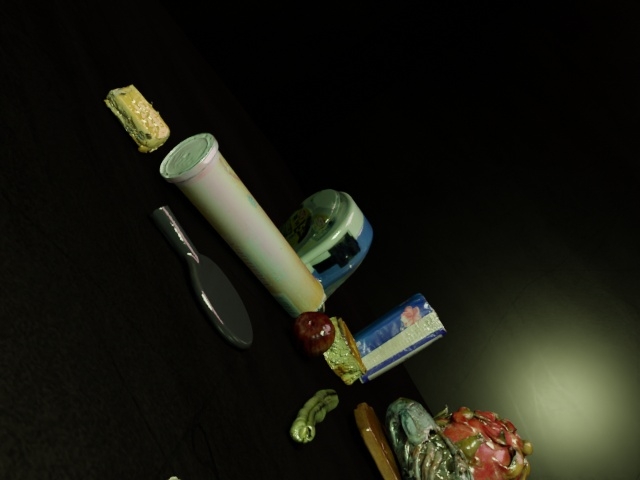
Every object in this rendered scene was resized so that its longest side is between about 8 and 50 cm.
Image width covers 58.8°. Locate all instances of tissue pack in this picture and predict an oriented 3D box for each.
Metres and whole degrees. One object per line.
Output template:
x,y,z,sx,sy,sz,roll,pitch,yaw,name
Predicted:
0.203,0.267,1.584,0.137,0.269,0.209,59,6,6,tissue pack

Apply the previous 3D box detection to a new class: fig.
-0.012,0.198,1.110,0.125,0.088,0.089,83,-16,-49,fig

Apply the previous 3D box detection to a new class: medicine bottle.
-0.128,-0.006,1.067,0.426,0.108,0.108,56,5,-40,medicine bottle

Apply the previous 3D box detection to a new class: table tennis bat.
-0.161,0.053,0.799,0.236,0.027,0.150,58,5,-15,table tennis bat

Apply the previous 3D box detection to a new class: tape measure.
-0.002,0.001,1.422,0.138,0.262,0.259,43,11,-28,tape measure

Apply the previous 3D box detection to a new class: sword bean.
-0.008,0.270,0.889,0.043,0.038,0.269,33,1,10,sword bean

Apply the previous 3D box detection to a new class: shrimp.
0.223,0.465,1.099,0.171,0.137,0.372,8,27,-37,shrimp

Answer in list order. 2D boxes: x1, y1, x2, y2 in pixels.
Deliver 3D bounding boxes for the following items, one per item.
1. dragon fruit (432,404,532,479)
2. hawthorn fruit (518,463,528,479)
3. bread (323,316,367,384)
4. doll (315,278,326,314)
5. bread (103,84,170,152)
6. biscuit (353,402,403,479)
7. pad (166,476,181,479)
0.356,0.534,1.334,0.250,0.290,0.269,60,3,-42,dragon fruit
0.278,0.517,0.878,0.258,0.258,0.262,-117,-165,-45,hawthorn fruit
0.048,0.255,1.314,0.140,0.069,0.128,58,5,-33,bread
-0.045,0.107,1.275,0.089,0.102,0.179,-42,108,-41,doll
-0.291,-0.193,0.908,0.106,0.053,0.072,54,29,-10,bread
0.119,0.421,1.171,0.182,0.034,0.215,62,4,7,biscuit
-0.016,0.344,0.445,0.284,0.018,0.287,51,9,-48,pad
